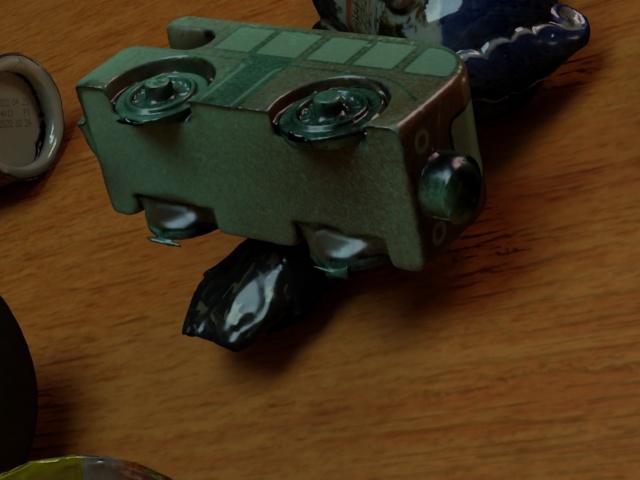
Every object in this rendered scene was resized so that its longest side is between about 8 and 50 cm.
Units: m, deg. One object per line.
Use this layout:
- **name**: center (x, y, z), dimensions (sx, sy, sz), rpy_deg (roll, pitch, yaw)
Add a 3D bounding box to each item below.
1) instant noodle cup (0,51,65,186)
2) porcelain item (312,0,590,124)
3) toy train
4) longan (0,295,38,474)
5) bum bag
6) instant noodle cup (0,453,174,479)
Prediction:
- **instant noodle cup**: center (-0.384, -0.114, 1.704), dimensions (0.212, 0.193, 0.193), rpy_deg (-5, 48, 35)
- **porcelain item**: center (0.102, -0.192, 1.292), dimensions (0.186, 0.138, 0.288), rpy_deg (-17, 31, -17)
- **toy train**: center (-0.018, -0.071, 1.169), dimensions (0.326, 0.129, 0.159), rpy_deg (10, 40, 35)
- **longan**: center (-0.340, 0.136, 1.325), dimensions (0.246, 0.215, 0.246), rpy_deg (-159, 90, -75)
- **bum bag**: center (0.000, 0.000, 1.230), dimensions (0.248, 0.069, 0.102), rpy_deg (-40, 17, -1)
- **instant noodle cup**: center (-0.185, 0.256, 0.985), dimensions (0.200, 0.264, 0.264), rpy_deg (-8, 46, 54)
